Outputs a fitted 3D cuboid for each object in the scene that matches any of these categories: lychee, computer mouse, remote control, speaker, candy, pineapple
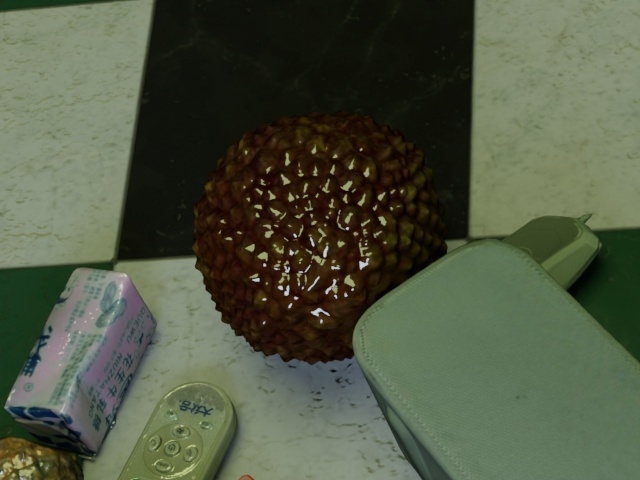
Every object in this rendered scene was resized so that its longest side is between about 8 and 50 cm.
[{"bbox_3d":[0.000,0.000,1.727,0.236,0.236,0.271,-18,19,1],"label":"lychee"},{"bbox_3d":[0.186,0.033,1.775,0.181,0.056,0.089,-34,36,-23],"label":"computer mouse"},{"bbox_3d":[-0.142,0.224,1.730,0.078,0.042,0.221,14,60,22],"label":"remote control"},{"bbox_3d":[0.204,0.202,1.568,0.183,0.184,0.406,-34,54,-11],"label":"speaker"},{"bbox_3d":[-0.220,0.113,1.799,0.073,0.092,0.160,9,59,26],"label":"candy"},{"bbox_3d":[-0.275,0.274,1.697,0.108,0.108,0.198,8,70,19],"label":"pineapple"}]

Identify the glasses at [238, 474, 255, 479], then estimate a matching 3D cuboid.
[{"bbox_3d":[0.045,0.298,1.512,0.118,0.234,0.268,-34,50,19],"label":"glasses"}]
